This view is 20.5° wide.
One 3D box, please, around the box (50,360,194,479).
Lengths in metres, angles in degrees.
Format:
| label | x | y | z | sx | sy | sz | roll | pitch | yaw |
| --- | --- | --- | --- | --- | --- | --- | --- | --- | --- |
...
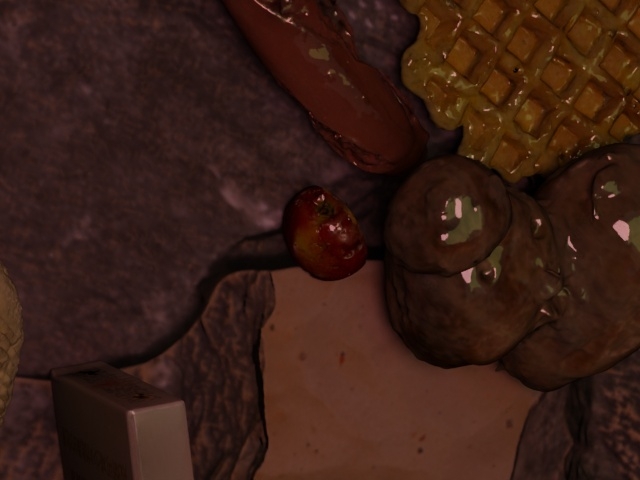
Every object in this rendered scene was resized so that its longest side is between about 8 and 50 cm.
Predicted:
| label | x | y | z | sx | sy | sz | roll | pitch | yaw |
| --- | --- | --- | --- | --- | --- | --- | --- | --- | --- |
| box | -0.136 | 0.285 | 1.350 | 0.051 | 0.204 | 0.365 | -9 | 99 | -24 |

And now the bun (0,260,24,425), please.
| label | x | y | z | sx | sy | sz | roll | pitch | yaw |
| --- | --- | --- | --- | --- | --- | --- | --- | --- | --- |
| bun | -0.303 | 0.093 | 1.269 | 0.134 | 0.220 | 0.220 | 11 | 90 | 9 |

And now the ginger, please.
| label | x | y | z | sx | sy | sz | roll | pitch | yaw |
| --- | --- | --- | --- | --- | --- | --- | --- | --- | --- |
| ginger | 0.167 | 0.021 | 1.481 | 0.304 | 0.155 | 0.244 | 0 | 136 | -32 |

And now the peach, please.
| label | x | y | z | sx | sy | sz | roll | pitch | yaw |
| --- | --- | --- | --- | --- | --- | --- | --- | --- | --- |
| peach | 0.000 | 0.000 | 1.474 | 0.050 | 0.077 | 0.083 | -43 | 154 | -20 |

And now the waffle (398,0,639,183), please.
| label | x | y | z | sx | sy | sz | roll | pitch | yaw |
| --- | --- | --- | --- | --- | --- | --- | --- | --- | --- |
| waffle | 0.196 | -0.204 | 1.540 | 0.307 | 0.060 | 0.312 | -24 | 107 | -22 |

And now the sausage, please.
| label | x | y | z | sx | sy | sz | roll | pitch | yaw |
| --- | --- | --- | --- | --- | --- | --- | --- | --- | --- |
| sausage | -0.018 | -0.173 | 1.432 | 0.326 | 0.079 | 0.087 | 55 | 47 | -19 |
